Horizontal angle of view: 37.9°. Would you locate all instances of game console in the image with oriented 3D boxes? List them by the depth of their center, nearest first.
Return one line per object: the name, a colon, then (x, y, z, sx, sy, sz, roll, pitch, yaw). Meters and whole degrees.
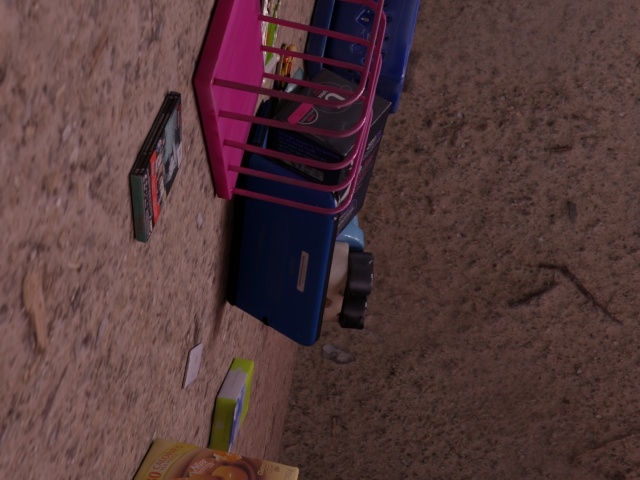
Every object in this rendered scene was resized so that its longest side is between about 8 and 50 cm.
game console: (-0.049, -0.029, 1.452, 0.173, 0.250, 0.293, -36, 145, -44)

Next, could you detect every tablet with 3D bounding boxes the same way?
tablet: (-0.176, 0.173, 1.292, 0.083, 0.006, 0.054, -26, 127, -86)

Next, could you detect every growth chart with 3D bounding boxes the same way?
growth chart: (-0.066, -0.340, 1.331, 0.172, 0.021, 0.237, -76, 176, -56)

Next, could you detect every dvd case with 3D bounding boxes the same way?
dvd case: (-0.150, -0.069, 0.866, 0.087, 0.013, 0.119, 98, 6, -49)

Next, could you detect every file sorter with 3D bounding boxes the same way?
file sorter: (-0.026, -0.183, 1.122, 0.291, 0.182, 0.202, 93, 9, -68)

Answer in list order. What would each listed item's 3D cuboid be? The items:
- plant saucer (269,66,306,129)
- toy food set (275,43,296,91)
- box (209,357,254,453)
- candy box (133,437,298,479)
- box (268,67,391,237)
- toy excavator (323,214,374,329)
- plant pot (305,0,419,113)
plant saucer: (-0.052, -0.239, 1.598, 0.119, 0.021, 0.119, -64, 180, 0)
toy food set: (-0.059, -0.292, 1.579, 0.083, 0.020, 0.083, -67, 168, -76)
box: (-0.159, 0.300, 1.675, 0.178, 0.042, 0.109, -69, 169, -70)
candy box: (-0.138, 0.347, 0.997, 0.316, 0.183, 0.088, -71, 170, -68)
box: (0.003, -0.134, 1.626, 0.165, 0.143, 0.270, -51, 164, -36)
toy excavator: (0.000, 0.000, 2.199, 0.433, 0.222, 0.445, 98, -4, -59)
plant pot: (0.088, -0.427, 1.975, 0.236, 0.212, 0.236, 79, 23, -79)
